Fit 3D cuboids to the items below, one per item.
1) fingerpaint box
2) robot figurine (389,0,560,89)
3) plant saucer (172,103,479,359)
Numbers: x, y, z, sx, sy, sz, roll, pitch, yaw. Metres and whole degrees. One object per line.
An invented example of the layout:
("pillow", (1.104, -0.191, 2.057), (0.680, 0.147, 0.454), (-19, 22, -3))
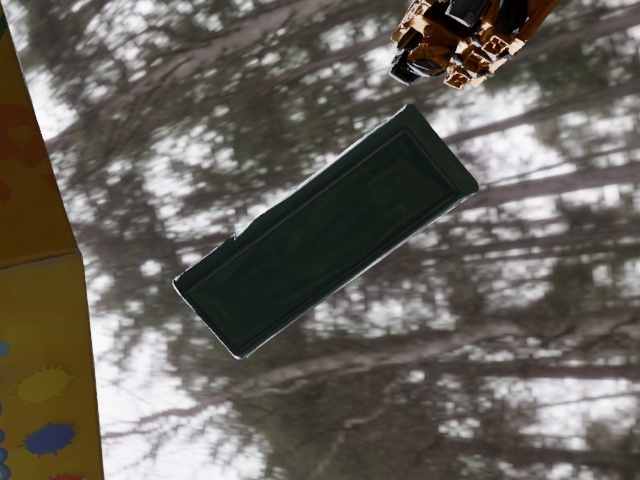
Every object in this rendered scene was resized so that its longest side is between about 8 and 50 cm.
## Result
("fingerpaint box", (-0.247, 0.017, 1.051), (0.163, 0.445, 0.371), (-13, -126, -14))
("robot figurine", (0.145, -0.232, 1.213), (0.085, 0.211, 0.291), (29, -106, -6))
("plant saucer", (0.000, 0.000, 1.016), (0.192, 0.018, 0.067), (-36, -79, 20))
